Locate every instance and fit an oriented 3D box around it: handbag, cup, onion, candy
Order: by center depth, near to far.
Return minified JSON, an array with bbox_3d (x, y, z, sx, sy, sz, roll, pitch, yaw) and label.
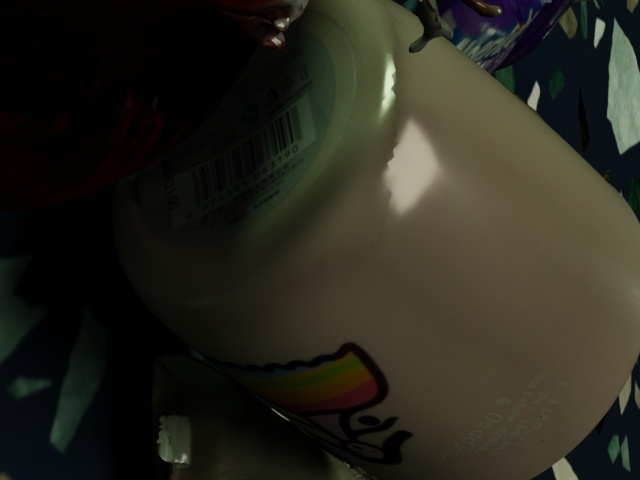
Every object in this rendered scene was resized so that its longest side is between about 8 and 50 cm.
[{"bbox_3d":[-0.084,-0.130,0.578,0.273,0.285,0.273,-44,149,-35],"label":"onion"},{"bbox_3d":[0.000,0.000,0.744,0.200,0.253,0.191,37,59,-41],"label":"cup"},{"bbox_3d":[-0.010,0.167,0.844,0.270,0.117,0.183,35,43,-50],"label":"handbag"},{"bbox_3d":[0.086,-0.135,1.069,0.070,0.145,0.275,54,26,11],"label":"candy"}]

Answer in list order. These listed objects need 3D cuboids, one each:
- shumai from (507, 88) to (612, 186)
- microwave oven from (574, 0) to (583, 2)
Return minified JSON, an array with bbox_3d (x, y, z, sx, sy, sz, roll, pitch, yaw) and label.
[{"bbox_3d":[0.170,-0.029,1.229,0.201,0.120,0.201,7,82,-61],"label":"shumai"},{"bbox_3d":[0.126,-0.307,1.162,0.240,0.145,0.194,59,39,-41],"label":"microwave oven"}]
